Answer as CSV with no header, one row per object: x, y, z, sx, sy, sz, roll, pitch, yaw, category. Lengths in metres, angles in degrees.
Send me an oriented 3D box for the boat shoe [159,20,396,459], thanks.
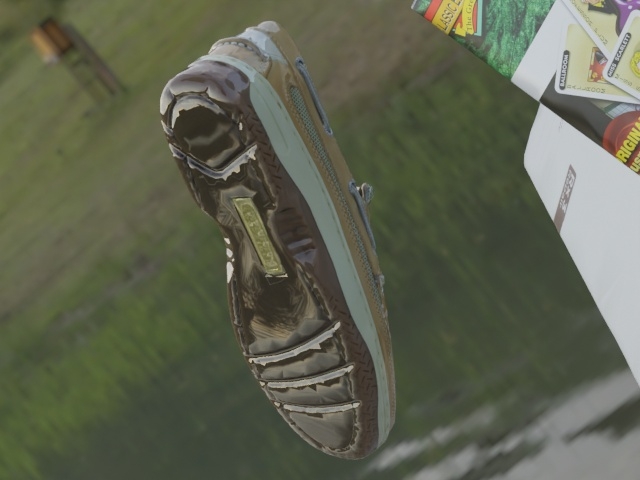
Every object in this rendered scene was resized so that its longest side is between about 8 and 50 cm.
0.000,0.000,0.743,0.068,0.190,0.072,5,35,35,boat shoe

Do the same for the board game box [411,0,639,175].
0.140,-0.145,0.600,0.030,0.136,0.259,-28,-29,-51,board game box

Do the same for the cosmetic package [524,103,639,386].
0.232,-0.062,0.957,0.385,0.156,0.217,-97,18,-70,cosmetic package
